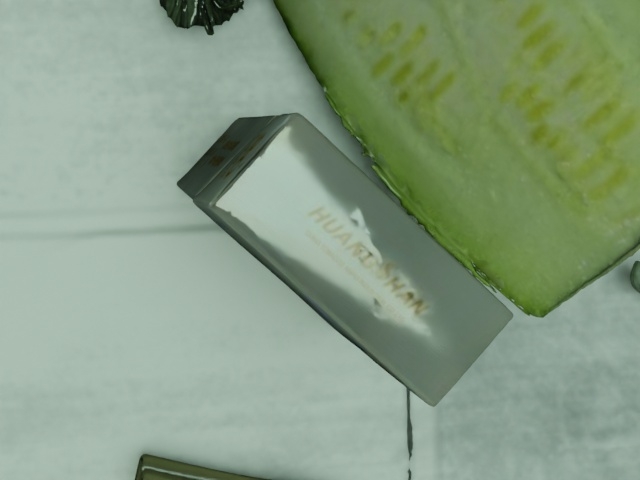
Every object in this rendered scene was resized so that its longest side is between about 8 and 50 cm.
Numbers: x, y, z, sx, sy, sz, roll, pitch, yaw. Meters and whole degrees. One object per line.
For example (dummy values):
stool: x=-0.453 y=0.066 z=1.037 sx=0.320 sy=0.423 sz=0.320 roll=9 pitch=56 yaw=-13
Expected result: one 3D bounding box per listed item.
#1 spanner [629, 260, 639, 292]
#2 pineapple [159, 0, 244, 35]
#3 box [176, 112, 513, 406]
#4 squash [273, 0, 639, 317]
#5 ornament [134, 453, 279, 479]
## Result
spanner: x=0.359 y=0.068 z=0.810 sx=0.324 sy=0.040 sz=0.096 roll=30 pitch=90 yaw=-16
pineapple: x=-0.067 y=-0.203 z=0.682 sx=0.074 sy=0.074 sz=0.159 roll=-3 pitch=116 yaw=-10
box: x=0.000 y=0.000 z=0.642 sx=0.149 sy=0.233 sz=0.067 roll=40 pitch=87 yaw=-11
squash: x=0.081 y=-0.151 z=0.648 sx=0.309 sy=0.233 sz=0.210 roll=35 pitch=46 yaw=-12
ornament: x=-0.026 y=0.273 z=0.751 sx=0.244 sy=0.061 sz=0.230 roll=15 pitch=95 yaw=-11
